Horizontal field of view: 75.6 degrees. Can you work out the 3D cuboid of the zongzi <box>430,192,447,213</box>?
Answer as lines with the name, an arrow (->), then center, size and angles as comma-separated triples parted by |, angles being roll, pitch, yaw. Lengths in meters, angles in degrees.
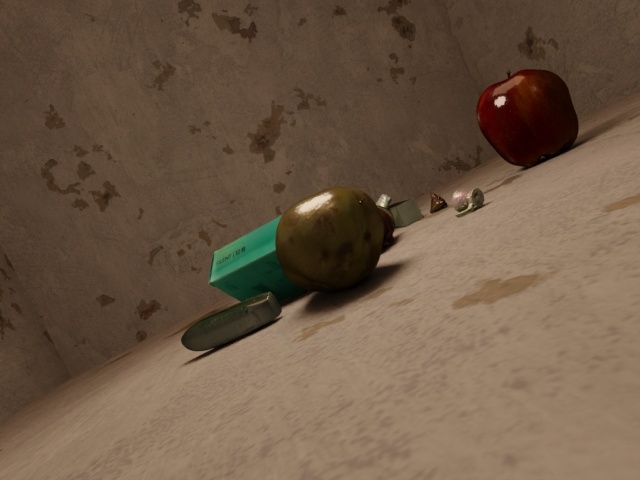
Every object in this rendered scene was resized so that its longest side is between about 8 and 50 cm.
zongzi -> 0.422, -0.145, 1.503 | 0.067, 0.073, 0.083 | -49, -13, 35

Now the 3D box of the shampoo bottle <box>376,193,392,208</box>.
shampoo bottle -> 0.207, -0.081, 1.607 | 0.212, 0.049, 0.072 | -59, 0, -5

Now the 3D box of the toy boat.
toy boat -> -0.211, 0.190, 0.949 | 0.260, 0.078, 0.085 | -26, 19, 13

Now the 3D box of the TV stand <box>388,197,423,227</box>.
TV stand -> 0.314, -0.104, 1.641 | 0.082, 0.088, 0.269 | -26, 4, -5

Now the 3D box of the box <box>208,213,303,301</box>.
box -> -0.129, 0.063, 1.157 | 0.311, 0.205, 0.118 | -27, 44, 23

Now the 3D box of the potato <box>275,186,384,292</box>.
potato -> 0.018, 0.016, 0.885 | 0.218, 0.202, 0.351 | -39, -8, -18

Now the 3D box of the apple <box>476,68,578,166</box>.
apple -> 0.675, -0.407, 1.363 | 0.288, 0.317, 0.288 | -29, 4, 2

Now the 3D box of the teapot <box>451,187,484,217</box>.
teapot -> 0.375, -0.097, 1.053 | 0.064, 0.064, 0.083 | -12, 46, 58

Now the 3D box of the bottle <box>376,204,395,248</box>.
bottle -> 0.148, -0.030, 1.230 | 0.156, 0.143, 0.271 | 14, 10, 14
